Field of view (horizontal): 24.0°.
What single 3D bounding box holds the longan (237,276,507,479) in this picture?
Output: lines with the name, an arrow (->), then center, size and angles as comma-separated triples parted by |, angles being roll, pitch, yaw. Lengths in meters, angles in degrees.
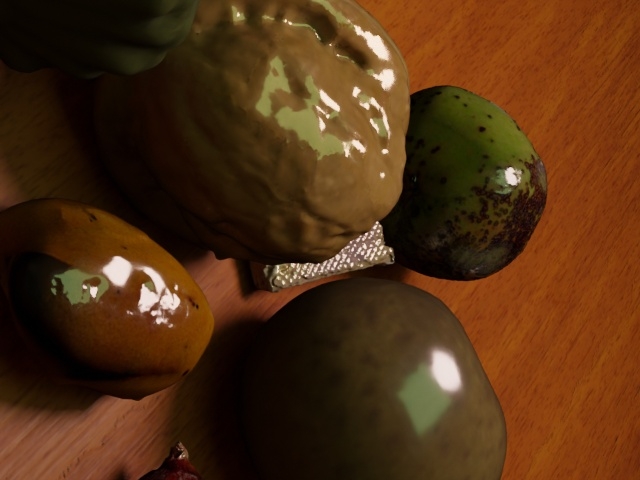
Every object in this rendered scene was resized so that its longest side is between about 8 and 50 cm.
longan -> 0.064, 0.220, 1.902 | 0.361, 0.361, 0.361 | 17, 68, -52

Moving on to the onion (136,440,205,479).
onion -> -0.169, 0.316, 1.678 | 0.159, 0.159, 0.195 | 45, 45, -40

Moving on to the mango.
mango -> -0.236, 0.071, 1.641 | 0.287, 0.153, 0.201 | 29, 70, -45

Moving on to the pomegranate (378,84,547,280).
pomegranate -> 0.215, -0.081, 2.210 | 0.341, 0.285, 0.285 | -9, 89, -56

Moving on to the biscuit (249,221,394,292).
biscuit -> 0.000, 0.000, 2.030 | 0.239, 0.062, 0.108 | -12, 95, -42

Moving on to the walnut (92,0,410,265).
walnut -> -0.075, -0.151, 1.786 | 0.383, 0.384, 0.383 | 17, 68, -52

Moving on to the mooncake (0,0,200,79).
mooncake -> -0.281, -0.313, 1.495 | 0.356, 0.356, 0.194 | 41, 49, -42
